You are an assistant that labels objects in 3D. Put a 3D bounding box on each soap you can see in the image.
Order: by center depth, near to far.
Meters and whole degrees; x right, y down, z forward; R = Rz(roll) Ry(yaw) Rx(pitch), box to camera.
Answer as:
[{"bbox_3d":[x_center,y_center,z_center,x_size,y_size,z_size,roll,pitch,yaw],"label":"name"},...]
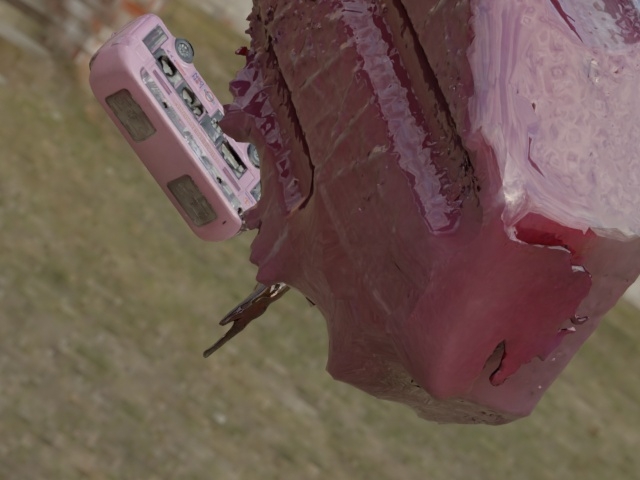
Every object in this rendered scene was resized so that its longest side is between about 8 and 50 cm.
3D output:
[{"bbox_3d":[0.057,-0.074,0.905,0.127,0.220,0.325,14,40,-29],"label":"soap"}]

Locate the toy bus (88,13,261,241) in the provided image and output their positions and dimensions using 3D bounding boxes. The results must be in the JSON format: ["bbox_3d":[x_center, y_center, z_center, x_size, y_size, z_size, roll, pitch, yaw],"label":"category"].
[{"bbox_3d":[-0.119,-0.094,1.607,0.203,0.063,0.090,54,40,-16],"label":"toy bus"}]

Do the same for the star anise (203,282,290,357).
[{"bbox_3d":[0.000,0.008,1.224,0.158,0.140,0.144,34,44,5],"label":"star anise"}]
